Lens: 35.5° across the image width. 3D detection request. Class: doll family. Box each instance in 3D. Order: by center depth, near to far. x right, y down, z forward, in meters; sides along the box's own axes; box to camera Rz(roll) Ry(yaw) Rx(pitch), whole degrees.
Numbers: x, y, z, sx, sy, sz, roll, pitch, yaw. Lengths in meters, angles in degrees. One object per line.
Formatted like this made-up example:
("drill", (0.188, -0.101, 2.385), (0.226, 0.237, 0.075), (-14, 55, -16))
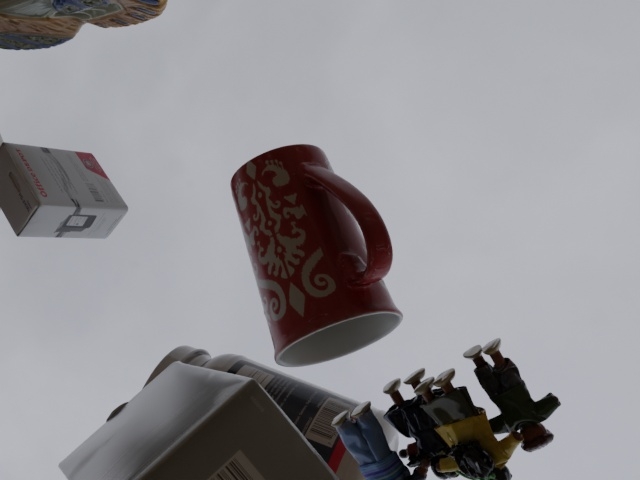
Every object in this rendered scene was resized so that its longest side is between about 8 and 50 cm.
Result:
("doll family", (0.097, 0.162, 0.791), (0.111, 0.193, 0.076), (59, -141, -5))

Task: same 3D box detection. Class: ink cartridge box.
("ink cartridge box", (-0.340, -0.062, 1.283), (0.063, 0.150, 0.109), (-48, -116, 25))

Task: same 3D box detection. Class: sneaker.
("sneaker", (-0.264, -0.264, 0.955), (0.296, 0.112, 0.131), (-3, -96, 27))

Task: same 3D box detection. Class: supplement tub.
("supplement tub", (-0.064, 0.243, 1.136), (0.272, 0.191, 0.191), (19, -108, 16))

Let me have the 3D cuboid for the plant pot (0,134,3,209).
("plant pot", (-0.550, -0.077, 1.287), (0.284, 0.191, 0.284), (-4, -76, -17))

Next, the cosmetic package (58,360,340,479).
("cosmetic package", (-0.091, 0.160, 0.675), (0.127, 0.238, 0.107), (-41, -83, -16))

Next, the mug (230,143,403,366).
("mug", (0.004, 0.002, 0.860), (0.150, 0.113, 0.169), (-31, -113, 25))
